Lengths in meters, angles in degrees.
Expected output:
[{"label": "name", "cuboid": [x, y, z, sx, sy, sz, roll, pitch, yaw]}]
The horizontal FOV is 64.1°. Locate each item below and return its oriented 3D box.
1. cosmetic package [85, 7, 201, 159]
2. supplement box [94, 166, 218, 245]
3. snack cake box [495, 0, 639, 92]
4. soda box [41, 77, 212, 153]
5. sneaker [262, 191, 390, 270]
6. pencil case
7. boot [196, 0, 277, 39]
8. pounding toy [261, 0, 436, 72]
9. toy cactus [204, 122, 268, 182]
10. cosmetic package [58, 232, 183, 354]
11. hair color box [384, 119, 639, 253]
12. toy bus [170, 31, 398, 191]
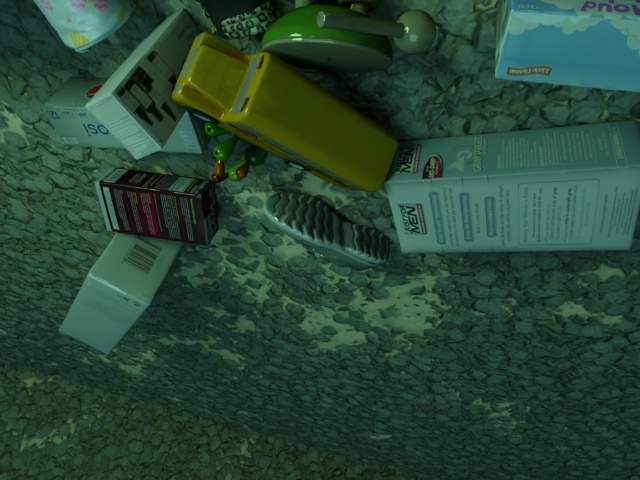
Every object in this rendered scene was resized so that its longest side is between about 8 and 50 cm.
[{"label": "cosmetic package", "cuboid": [-0.235, -0.237, 0.755, 0.061, 0.239, 0.099, -11, 134, 29]}, {"label": "supplement box", "cuboid": [-0.349, -0.074, 1.104, 0.240, 0.073, 0.130, 9, 126, 10]}, {"label": "snack cake box", "cuboid": [0.348, -0.255, 0.599, 0.265, 0.152, 0.089, 8, 140, 9]}, {"label": "soda box", "cuboid": [-0.334, -0.226, 0.916, 0.287, 0.098, 0.091, 5, 139, 13]}, {"label": "sneaker", "cuboid": [0.000, 0.000, 1.064, 0.281, 0.105, 0.115, 27, 140, -14]}, {"label": "pencil case", "cuboid": [-0.386, -0.401, 0.702, 0.113, 0.124, 0.273, 39, 169, 50]}, {"label": "boot", "cuboid": [-0.186, -0.365, 0.709, 0.237, 0.085, 0.178, -1, 141, 19]}, {"label": "pounding toy", "cuboid": [0.026, -0.301, 0.681, 0.183, 0.110, 0.237, 1, -172, -29]}, {"label": "toy cactus", "cuboid": [-0.110, -0.190, 0.891, 0.181, 0.112, 0.218, 1, 126, -16]}, {"label": "cosmetic package", "cuboid": [-0.511, 0.116, 1.298, 0.156, 0.217, 0.385, 33, 136, -18]}, {"label": "hair color box", "cuboid": [0.311, -0.078, 0.856, 0.375, 0.113, 0.185, -2, 138, 20]}, {"label": "toy bus", "cuboid": [-0.045, -0.184, 0.775, 0.333, 0.108, 0.130, 23, 177, -36]}]
